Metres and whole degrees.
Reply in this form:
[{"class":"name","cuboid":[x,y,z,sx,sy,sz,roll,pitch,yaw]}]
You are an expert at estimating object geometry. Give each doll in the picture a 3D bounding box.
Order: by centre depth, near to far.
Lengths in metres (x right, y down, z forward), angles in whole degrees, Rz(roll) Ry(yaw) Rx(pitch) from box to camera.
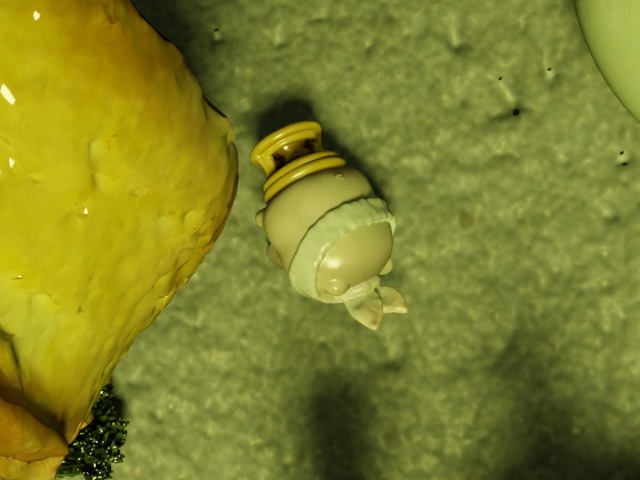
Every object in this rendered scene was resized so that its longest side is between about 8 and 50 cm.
[{"class":"doll","cuboid":[0.000,0.000,0.609,0.084,0.073,0.127,-36,74,38]}]

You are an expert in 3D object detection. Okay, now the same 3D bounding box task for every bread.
[{"class":"bread","cuboid":[-0.216,-0.061,0.494,0.398,0.398,0.215,38,81,10]}]

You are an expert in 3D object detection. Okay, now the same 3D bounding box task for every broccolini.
[{"class":"broccolini","cuboid":[-0.212,0.115,0.652,0.201,0.058,0.074,-6,70,24]}]

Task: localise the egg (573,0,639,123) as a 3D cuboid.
[{"class":"egg","cuboid":[0.206,-0.147,0.541,0.151,0.151,0.209,0,94,10]}]
